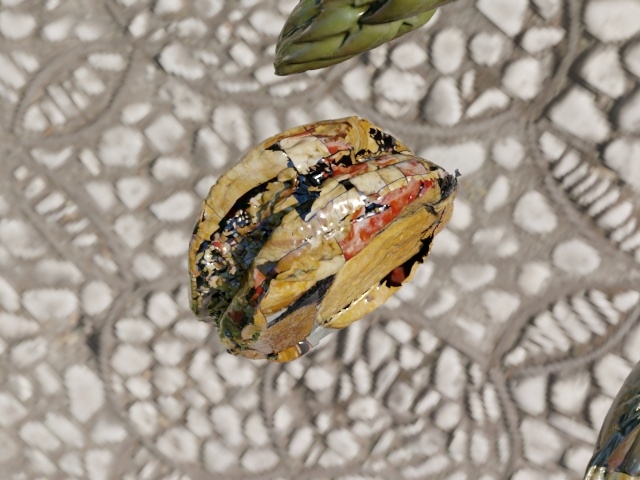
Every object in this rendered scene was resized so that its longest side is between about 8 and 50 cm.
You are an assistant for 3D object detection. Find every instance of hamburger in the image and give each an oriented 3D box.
[{"bbox_3d":[0.000,0.000,1.233,0.107,0.231,0.231,47,127,20],"label":"hamburger"}]

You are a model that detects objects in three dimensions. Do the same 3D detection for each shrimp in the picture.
[{"bbox_3d":[0.295,0.164,1.446,0.059,0.254,0.145,33,157,-3],"label":"shrimp"}]

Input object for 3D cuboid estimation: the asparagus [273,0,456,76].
[{"bbox_3d":[0.071,-0.183,1.037,0.287,0.080,0.080,-32,100,31],"label":"asparagus"}]
